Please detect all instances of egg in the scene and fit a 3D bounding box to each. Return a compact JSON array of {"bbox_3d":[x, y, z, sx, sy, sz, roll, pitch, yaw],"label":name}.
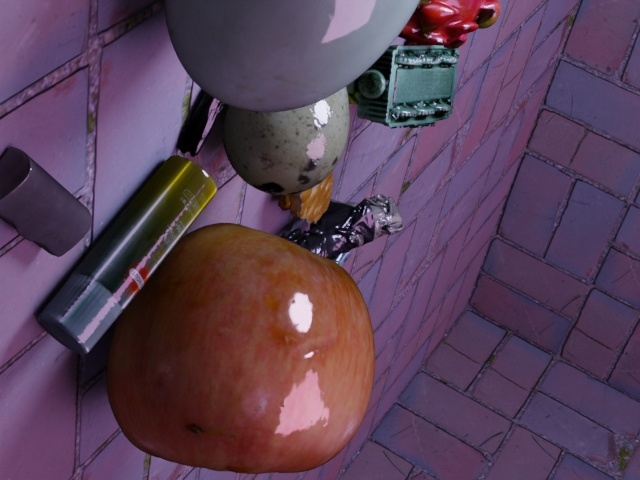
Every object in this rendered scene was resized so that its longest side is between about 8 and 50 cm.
[{"bbox_3d":[-0.043,-0.174,1.621,0.177,0.177,0.228,72,36,-68],"label":"egg"},{"bbox_3d":[-0.017,-0.321,1.273,0.389,0.276,0.276,-55,163,-12],"label":"egg"}]

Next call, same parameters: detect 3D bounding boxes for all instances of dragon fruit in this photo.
[{"bbox_3d":[0.186,-0.428,1.771,0.307,0.227,0.243,163,-80,-69],"label":"dragon fruit"}]

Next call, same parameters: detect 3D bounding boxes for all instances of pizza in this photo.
[{"bbox_3d":[-0.024,-0.088,2.019,0.127,0.058,0.246,-68,168,12],"label":"pizza"}]

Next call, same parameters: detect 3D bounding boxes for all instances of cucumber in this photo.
[{"bbox_3d":[-0.152,-0.176,1.535,0.135,0.033,0.034,-62,161,0],"label":"cucumber"}]

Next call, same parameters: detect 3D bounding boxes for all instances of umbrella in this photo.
[{"bbox_3d":[0.003,-0.003,2.107,0.357,0.113,0.106,-26,104,-37],"label":"umbrella"}]

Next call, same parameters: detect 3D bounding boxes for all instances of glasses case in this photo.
[{"bbox_3d":[-0.314,-0.037,1.268,0.072,0.042,0.190,-51,162,-7],"label":"glasses case"}]

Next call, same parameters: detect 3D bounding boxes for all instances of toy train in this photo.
[{"bbox_3d":[0.118,-0.271,1.936,0.330,0.178,0.139,-17,116,-61],"label":"toy train"}]

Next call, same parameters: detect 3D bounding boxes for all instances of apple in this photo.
[{"bbox_3d":[-0.106,0.161,1.643,0.391,0.391,0.347,54,46,-72],"label":"apple"}]

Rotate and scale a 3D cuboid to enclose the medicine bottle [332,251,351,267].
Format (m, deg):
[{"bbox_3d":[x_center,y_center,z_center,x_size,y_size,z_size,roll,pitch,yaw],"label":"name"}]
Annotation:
[{"bbox_3d":[-0.006,0.102,2.396,0.209,0.053,0.090,-58,162,-19],"label":"medicine bottle"}]

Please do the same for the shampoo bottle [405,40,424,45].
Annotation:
[{"bbox_3d":[0.255,-0.442,2.276,0.260,0.064,0.102,-53,158,-29],"label":"shampoo bottle"}]

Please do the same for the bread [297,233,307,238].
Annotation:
[{"bbox_3d":[-0.055,0.093,2.189,0.211,0.083,0.114,-59,159,-16],"label":"bread"}]

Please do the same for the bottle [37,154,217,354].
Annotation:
[{"bbox_3d":[-0.247,0.016,1.477,0.286,0.082,0.082,-54,162,-24],"label":"bottle"}]
